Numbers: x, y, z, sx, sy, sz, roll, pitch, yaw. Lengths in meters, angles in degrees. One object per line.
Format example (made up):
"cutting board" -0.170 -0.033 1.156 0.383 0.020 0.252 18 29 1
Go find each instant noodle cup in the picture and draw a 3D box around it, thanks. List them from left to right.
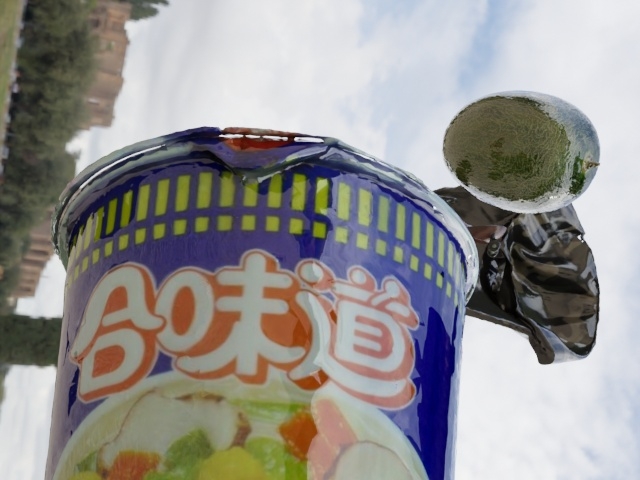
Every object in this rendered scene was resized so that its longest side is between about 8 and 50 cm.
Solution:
"instant noodle cup" -0.039 0.146 0.425 0.284 0.284 0.312 132 -32 -50

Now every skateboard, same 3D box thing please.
"skateboard" 0.228 -0.027 1.262 0.067 0.151 0.080 45 57 -77

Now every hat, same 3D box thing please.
"hat" 0.343 0.069 1.512 0.382 0.257 0.366 4 -123 26

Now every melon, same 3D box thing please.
"melon" 0.188 -0.082 0.720 0.167 0.114 0.114 22 -77 48
